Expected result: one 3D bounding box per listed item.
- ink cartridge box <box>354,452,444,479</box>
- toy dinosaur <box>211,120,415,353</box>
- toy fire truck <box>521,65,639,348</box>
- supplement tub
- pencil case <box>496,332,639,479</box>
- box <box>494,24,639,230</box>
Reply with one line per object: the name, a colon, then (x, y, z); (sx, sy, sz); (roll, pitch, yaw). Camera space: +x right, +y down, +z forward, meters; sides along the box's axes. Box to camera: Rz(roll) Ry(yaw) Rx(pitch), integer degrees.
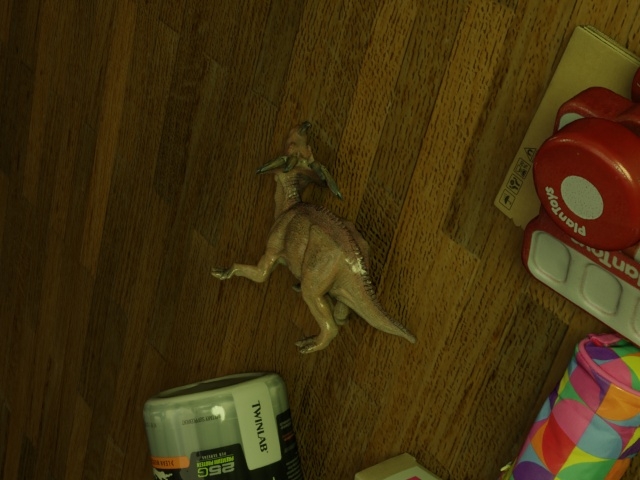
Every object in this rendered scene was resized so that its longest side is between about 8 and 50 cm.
ink cartridge box: (0.132, 0.379, 1.117); (0.234, 0.088, 0.193); (25, 118, 46)
toy dinosaur: (0.000, 0.000, 1.180); (0.295, 0.127, 0.200); (41, 120, 32)
toy fire truck: (0.299, 0.010, 0.789); (0.302, 0.169, 0.254); (36, 149, 30)
supplement tub: (-0.113, 0.343, 1.326); (0.193, 0.193, 0.316); (-14, 87, 51)
pencil case: (0.236, 0.191, 0.944); (0.104, 0.104, 0.236); (48, 130, 34)
box: (0.255, -0.070, 0.924); (0.164, 0.021, 0.201); (46, 129, 35)
